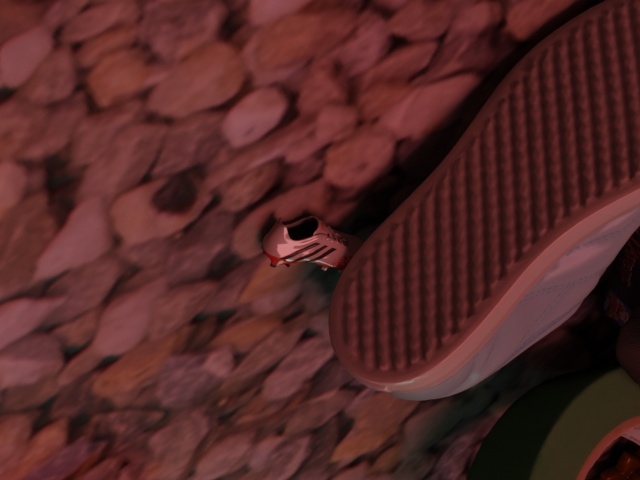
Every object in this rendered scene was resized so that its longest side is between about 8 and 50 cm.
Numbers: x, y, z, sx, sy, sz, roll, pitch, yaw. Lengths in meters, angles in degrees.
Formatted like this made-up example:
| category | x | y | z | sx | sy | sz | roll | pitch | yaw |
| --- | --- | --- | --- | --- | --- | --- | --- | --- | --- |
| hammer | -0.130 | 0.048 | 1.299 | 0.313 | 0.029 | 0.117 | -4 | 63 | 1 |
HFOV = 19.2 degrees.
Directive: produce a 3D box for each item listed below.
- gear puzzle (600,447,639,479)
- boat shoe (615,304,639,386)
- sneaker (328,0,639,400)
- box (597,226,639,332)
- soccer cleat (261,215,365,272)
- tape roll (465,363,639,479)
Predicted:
| category | x | y | z | sx | sy | sz | roll | pitch | yaw |
| --- | --- | --- | --- | --- | --- | --- | --- | --- | --- |
| gear puzzle | 0.383 | 0.163 | 1.674 | 0.339 | 0.044 | 0.175 | -22 | 137 | -20 |
| boat shoe | 0.359 | 0.101 | 1.448 | 0.355 | 0.132 | 0.130 | 28 | 87 | -40 |
| sneaker | 0.161 | -0.032 | 1.282 | 0.366 | 0.135 | 0.150 | -39 | 159 | 4 |
| box | 0.314 | -0.038 | 1.435 | 0.159 | 0.044 | 0.233 | -11 | 133 | -30 |
| soccer cleat | 0.000 | 0.000 | 1.243 | 0.083 | 0.029 | 0.035 | 1 | 130 | -32 |
| tape roll | 0.248 | 0.257 | 1.475 | 0.321 | 0.321 | 0.077 | 1 | 169 | -38 |
